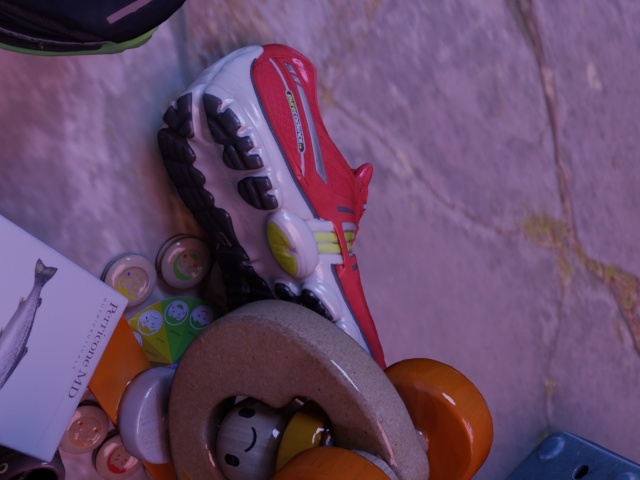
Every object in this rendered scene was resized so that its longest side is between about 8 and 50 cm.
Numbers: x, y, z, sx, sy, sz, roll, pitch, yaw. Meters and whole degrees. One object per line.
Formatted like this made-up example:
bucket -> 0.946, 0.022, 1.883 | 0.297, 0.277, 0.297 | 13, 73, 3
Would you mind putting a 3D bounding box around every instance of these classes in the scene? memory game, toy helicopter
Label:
memory game -> -0.099, 0.084, 0.770 | 0.186, 0.012, 0.186 | -13, 116, -29
toy helicopter -> -0.063, 0.183, 0.724 | 0.140, 0.235, 0.355 | -36, 154, -52

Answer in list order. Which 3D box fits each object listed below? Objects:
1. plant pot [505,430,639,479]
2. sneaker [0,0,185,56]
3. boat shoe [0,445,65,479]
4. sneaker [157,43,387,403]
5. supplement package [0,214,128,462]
plant pot -> 0.254, 0.310, 0.963 | 0.247, 0.248, 0.252 | -44, 108, -11
sneaker -> -0.187, -0.275, 0.443 | 0.185, 0.202, 0.482 | -45, 126, -11
boat shoe -> -0.240, 0.194, 0.686 | 0.207, 0.073, 0.073 | -49, 128, -6
sneaker -> 0.000, 0.000, 0.743 | 0.118, 0.107, 0.279 | -45, 129, -37
supplement package -> -0.203, 0.031, 0.577 | 0.179, 0.105, 0.105 | 44, 65, -57
